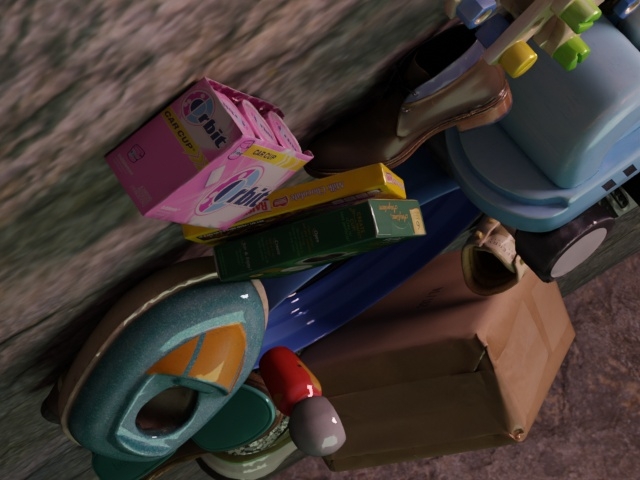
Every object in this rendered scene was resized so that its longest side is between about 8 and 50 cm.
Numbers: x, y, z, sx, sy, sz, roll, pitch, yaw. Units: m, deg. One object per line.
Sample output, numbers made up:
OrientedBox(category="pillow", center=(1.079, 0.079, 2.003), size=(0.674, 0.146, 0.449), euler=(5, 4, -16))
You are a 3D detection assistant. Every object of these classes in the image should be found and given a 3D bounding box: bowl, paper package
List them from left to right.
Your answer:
OrientedBox(category="bowl", center=(0.032, 0.019, 1.854), size=(0.391, 0.077, 0.391), euler=(-33, 167, -9))
OrientedBox(category="paper package", center=(0.155, 0.150, 2.039), size=(0.309, 0.168, 0.325), euler=(-14, -162, 28))

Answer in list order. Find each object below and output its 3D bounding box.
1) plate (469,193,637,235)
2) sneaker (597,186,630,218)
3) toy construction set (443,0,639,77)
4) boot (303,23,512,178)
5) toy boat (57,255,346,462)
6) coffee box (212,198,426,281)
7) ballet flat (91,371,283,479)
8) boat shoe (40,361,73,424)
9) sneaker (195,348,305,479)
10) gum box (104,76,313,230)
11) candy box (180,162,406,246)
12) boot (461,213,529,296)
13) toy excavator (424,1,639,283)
OrientedBox(category="plate", center=(0.414, -0.061, 2.359), size=(0.278, 0.045, 0.277), euler=(-29, -170, -28))
OrientedBox(category="sneaker", center=(0.450, -0.167, 2.203), size=(0.292, 0.118, 0.110), euler=(-49, 130, -14))
OrientedBox(category="toy construction set", center=(0.267, -0.267, 1.301), size=(0.328, 0.151, 0.215), euler=(-27, 169, 17))
OrientedBox(category="boot", center=(0.075, -0.139, 1.467), size=(0.219, 0.082, 0.106), euler=(-23, 139, -2))
OrientedBox(category="toy boat", center=(-0.106, 0.150, 1.617), size=(0.318, 0.148, 0.267), euler=(19, 116, -43))
OrientedBox(category="coffee box", center=(0.000, 0.000, 1.492), size=(0.184, 0.040, 0.113), euler=(-17, 172, 30))
OrientedBox(category="ballet flat", center=(-0.164, 0.236, 2.019), size=(0.342, 0.116, 0.124), euler=(-31, -173, 34))
OrientedBox(category="boat shoe", center=(-0.239, 0.175, 1.744), size=(0.073, 0.080, 0.223), euler=(-34, 163, 24))
OrientedBox(category="sneaker", center=(-0.015, 0.212, 2.330), size=(0.410, 0.158, 0.182), euler=(-34, 151, -26))
OrientedBox(category="gum box", center=(-0.087, -0.068, 1.271), size=(0.107, 0.062, 0.188), euler=(-38, 167, 12))
OrientedBox(category="candy box", center=(-0.025, -0.032, 1.480), size=(0.206, 0.027, 0.105), euler=(-15, 173, 12))
OrientedBox(category="boot", center=(0.264, -0.058, 1.860), size=(0.203, 0.095, 0.262), euler=(-54, 174, -32))
OrientedBox(category="toy excavator", center=(0.322, -0.208, 1.538), size=(0.433, 0.222, 0.445), euler=(-35, 159, -8))
